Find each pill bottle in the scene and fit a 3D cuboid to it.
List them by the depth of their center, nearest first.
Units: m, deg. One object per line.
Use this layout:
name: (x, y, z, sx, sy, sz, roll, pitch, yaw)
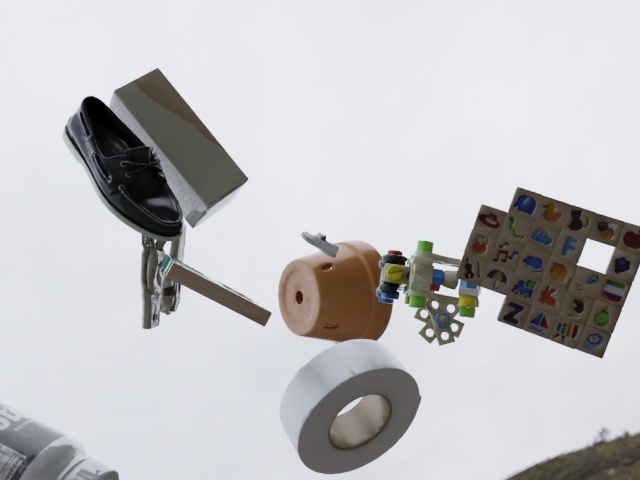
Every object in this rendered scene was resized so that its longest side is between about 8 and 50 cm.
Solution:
pill bottle: (-0.585, 0.443, 1.274, 0.360, 0.204, 0.204, 21, -47, 12)

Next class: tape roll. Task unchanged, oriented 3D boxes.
tape roll: (0.063, 0.344, 1.381, 0.286, 0.100, 0.286, -14, -55, -21)

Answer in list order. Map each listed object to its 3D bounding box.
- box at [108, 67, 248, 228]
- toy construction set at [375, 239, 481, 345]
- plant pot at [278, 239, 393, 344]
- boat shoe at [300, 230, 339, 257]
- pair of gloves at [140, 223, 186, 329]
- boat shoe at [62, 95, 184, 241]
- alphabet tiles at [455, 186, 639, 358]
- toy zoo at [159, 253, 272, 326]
box: (-0.313, -0.195, 1.444, 0.121, 0.311, 0.148, -40, 2, -32)
toy construction set: (0.215, 0.091, 1.266, 0.214, 0.151, 0.328, 7, -23, 3)
plant pot: (0.022, 0.143, 1.770, 0.203, 0.291, 0.291, 0, -47, -36)
boat shoe: (0.000, 0.000, 1.526, 0.035, 0.100, 0.035, 0, -59, -62)
pair of gloves: (-0.336, 0.069, 1.415, 0.042, 0.240, 0.204, 6, -82, 4)
boat shoe: (-0.359, -0.145, 1.251, 0.127, 0.340, 0.113, -12, -36, -48)
alphabet tiles: (0.329, 0.040, 0.976, 0.009, 0.237, 0.198, -17, -54, -76)
toy zoo: (-0.207, 0.086, 1.257, 0.192, 0.293, 0.030, 29, -96, -14)
